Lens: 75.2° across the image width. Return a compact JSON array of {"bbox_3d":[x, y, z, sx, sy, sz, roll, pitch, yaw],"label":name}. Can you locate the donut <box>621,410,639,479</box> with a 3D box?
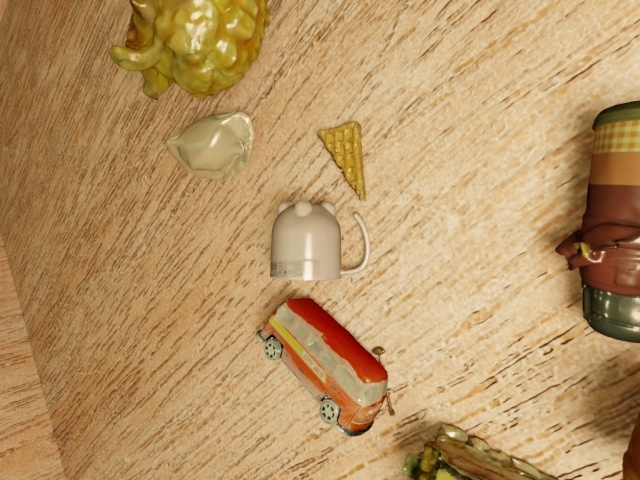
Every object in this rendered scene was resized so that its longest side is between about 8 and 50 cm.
[{"bbox_3d":[0.453,0.225,0.350,0.317,0.299,0.150,9,84,4],"label":"donut"}]

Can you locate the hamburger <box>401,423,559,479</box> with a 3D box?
[{"bbox_3d":[0.239,0.395,0.570,0.288,0.167,0.192,18,100,34],"label":"hamburger"}]

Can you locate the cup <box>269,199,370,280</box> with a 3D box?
[{"bbox_3d":[-0.010,0.000,0.767,0.173,0.134,0.142,2,90,37],"label":"cup"}]

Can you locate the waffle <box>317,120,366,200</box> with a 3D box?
[{"bbox_3d":[0.041,-0.144,0.794,0.097,0.023,0.153,-6,88,38],"label":"waffle"}]

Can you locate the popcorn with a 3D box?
[{"bbox_3d":[-0.259,-0.448,0.874,0.279,0.274,0.336,14,110,7],"label":"popcorn"}]

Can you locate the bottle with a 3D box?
[{"bbox_3d":[0.369,-0.017,0.484,0.156,0.143,0.271,10,98,36],"label":"bottle"}]

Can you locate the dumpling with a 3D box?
[{"bbox_3d":[-0.238,-0.204,0.948,0.228,0.124,0.151,-14,121,28],"label":"dumpling"}]

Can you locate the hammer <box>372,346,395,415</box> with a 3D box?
[{"bbox_3d":[0.117,0.255,0.753,0.029,0.014,0.123,-16,83,46],"label":"hammer"}]

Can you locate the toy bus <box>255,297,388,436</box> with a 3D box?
[{"bbox_3d":[0.010,0.219,0.763,0.265,0.121,0.120,40,109,30],"label":"toy bus"}]
